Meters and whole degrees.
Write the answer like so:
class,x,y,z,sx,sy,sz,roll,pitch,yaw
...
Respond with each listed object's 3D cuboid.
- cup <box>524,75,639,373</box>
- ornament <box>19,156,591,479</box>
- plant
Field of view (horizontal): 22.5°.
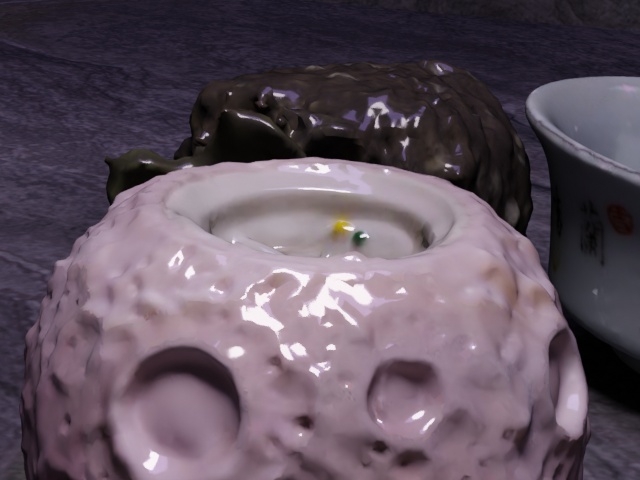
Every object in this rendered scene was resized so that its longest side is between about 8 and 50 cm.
class,x,y,z,sx,sy,sz,roll,pitch,yaw
cup,0.296,0.011,1.095,0.347,0.163,0.347,8,20,-3
ornament,-0.006,0.088,0.729,0.259,0.225,0.259,4,19,-1
plant,0.000,0.000,1.014,0.213,0.215,0.312,6,13,20
